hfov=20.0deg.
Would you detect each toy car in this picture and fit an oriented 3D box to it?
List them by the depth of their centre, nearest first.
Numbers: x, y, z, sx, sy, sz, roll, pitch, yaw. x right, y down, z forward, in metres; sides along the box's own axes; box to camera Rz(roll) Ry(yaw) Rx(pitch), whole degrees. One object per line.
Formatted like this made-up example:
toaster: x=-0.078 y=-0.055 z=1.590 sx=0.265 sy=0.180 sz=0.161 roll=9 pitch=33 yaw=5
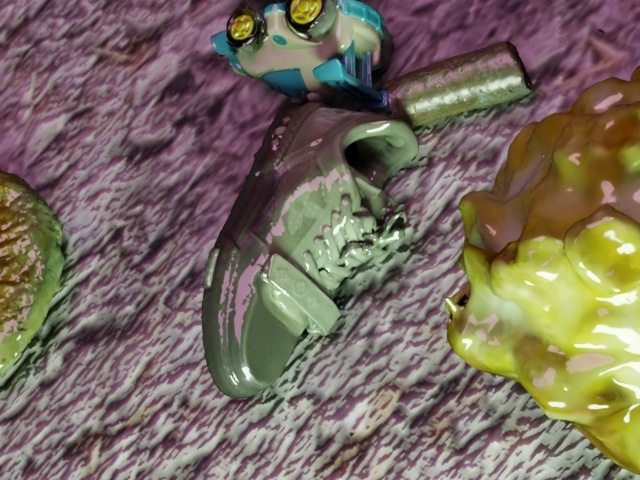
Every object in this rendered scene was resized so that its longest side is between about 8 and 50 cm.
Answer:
toy car: x=-0.019 y=-0.165 z=1.686 sx=0.161 sy=0.126 sz=0.098 roll=-13 pitch=68 yaw=27

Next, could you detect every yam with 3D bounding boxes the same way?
yam: x=0.123 y=-0.140 z=1.642 sx=0.132 sy=0.054 sz=0.054 roll=-16 pitch=58 yaw=19

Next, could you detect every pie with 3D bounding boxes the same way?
pie: x=-0.368 y=0.041 z=1.780 sx=0.277 sy=0.078 sz=0.277 roll=-8 pitch=64 yaw=18

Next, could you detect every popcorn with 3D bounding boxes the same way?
popcorn: x=0.256 y=0.014 z=1.349 sx=0.312 sy=0.312 sz=0.312 roll=-12 pitch=59 yaw=21

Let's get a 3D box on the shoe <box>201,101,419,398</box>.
shoe: x=0.002 y=0.001 z=1.586 sx=0.149 sy=0.109 sz=0.293 roll=-2 pitch=59 yaw=32
